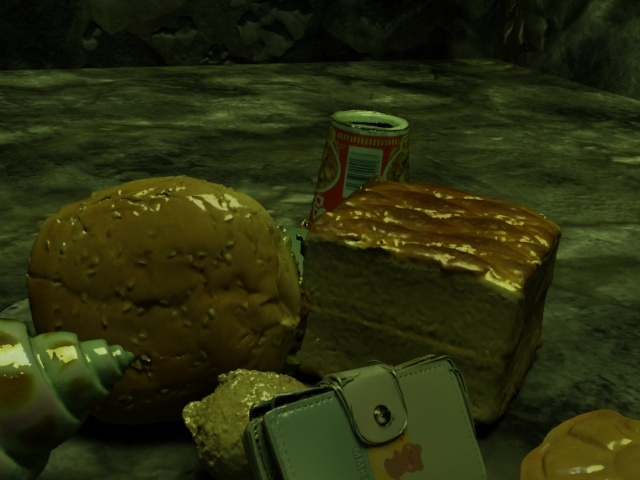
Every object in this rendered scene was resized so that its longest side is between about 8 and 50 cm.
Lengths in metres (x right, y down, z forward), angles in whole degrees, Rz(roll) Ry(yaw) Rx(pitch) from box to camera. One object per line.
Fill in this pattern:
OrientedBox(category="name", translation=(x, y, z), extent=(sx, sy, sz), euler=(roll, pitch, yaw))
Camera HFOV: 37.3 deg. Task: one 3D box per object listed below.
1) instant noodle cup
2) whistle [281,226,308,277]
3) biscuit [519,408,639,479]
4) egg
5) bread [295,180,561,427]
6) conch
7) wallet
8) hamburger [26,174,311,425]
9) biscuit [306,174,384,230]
OrientedBox(category="instant noodle cup", translation=(0.067, -0.099, 1.562), extent=(0.193, 0.212, 0.193), euler=(5, 21, -2))
OrientedBox(category="whistle", translation=(-0.097, 0.055, 1.158), extent=(0.163, 0.163, 0.290), euler=(18, 54, 28))
OrientedBox(category="biscuit", translation=(0.327, 0.243, 0.835), extent=(0.312, 0.057, 0.351), euler=(2, 27, 21))
OrientedBox(category="egg", translation=(-0.060, 0.186, 0.924), extent=(0.140, 0.116, 0.118), euler=(-2, 45, -29))
OrientedBox(category="bread", translation=(0.139, 0.061, 1.173), extent=(0.279, 0.207, 0.279), euler=(14, 21, 24))
OrientedBox(category="conch", translation=(-0.358, 0.153, 0.830), extent=(0.368, 0.197, 0.249), euler=(9, 0, -9))
OrientedBox(category="wallet", translation=(0.046, 0.201, 0.885), extent=(0.231, 0.170, 0.069), euler=(-11, -9, -35))
OrientedBox(category="hamburger", translation=(-0.157, 0.062, 0.991), extent=(0.283, 0.259, 0.144), euler=(-16, 3, -4))
OrientedBox(category="biscuit", translation=(0.005, 0.001, 1.338), extent=(0.237, 0.026, 0.131), euler=(-37, 20, 10))
